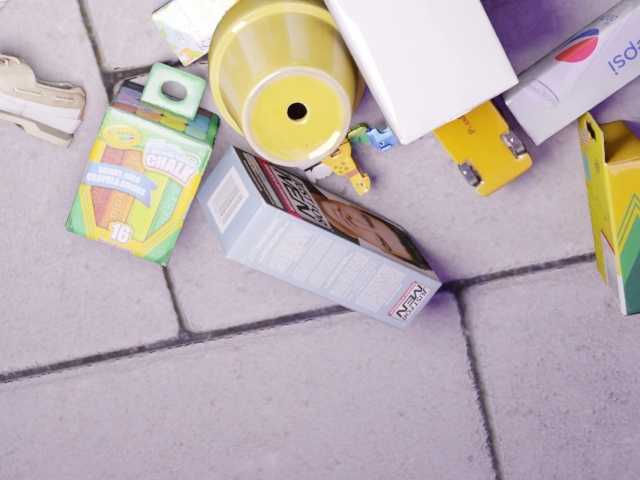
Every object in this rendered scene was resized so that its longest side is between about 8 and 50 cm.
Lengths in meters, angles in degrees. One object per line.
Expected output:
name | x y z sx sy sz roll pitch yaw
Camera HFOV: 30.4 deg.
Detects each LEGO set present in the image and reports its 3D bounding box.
LEGO set | 0.073 -0.138 1.967 0.227 0.087 0.093 -26 109 12

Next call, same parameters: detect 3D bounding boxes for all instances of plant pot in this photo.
plant pot | -0.045 -0.238 1.825 0.254 0.239 0.254 -3 119 -6

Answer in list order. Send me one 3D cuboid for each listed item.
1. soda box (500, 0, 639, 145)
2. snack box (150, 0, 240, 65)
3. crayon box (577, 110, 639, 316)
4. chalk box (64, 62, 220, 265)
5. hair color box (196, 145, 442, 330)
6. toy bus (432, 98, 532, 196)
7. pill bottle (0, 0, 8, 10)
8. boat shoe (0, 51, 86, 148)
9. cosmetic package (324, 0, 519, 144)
soda box | 0.434 -0.281 1.902 0.286 0.091 0.098 -35 107 13
snack box | -0.189 -0.362 1.903 0.141 0.037 0.100 -31 108 11
crayon box | 0.494 -0.063 1.931 0.081 0.202 0.318 -11 112 5
chalk box | -0.276 -0.140 1.919 0.180 0.179 0.289 20 111 -8
hair color box | 0.000 0.000 1.902 0.374 0.185 0.113 25 111 -34
toy bus | 0.206 -0.234 1.898 0.108 0.130 0.332 -35 110 13
pill bottle | -0.577 -0.392 1.829 0.160 0.160 0.283 39 107 -14
boat shoe | -0.505 -0.246 1.868 0.302 0.113 0.103 23 94 -50
cosmetic package | 0.114 -0.347 1.709 0.197 0.155 0.365 -26 102 2
